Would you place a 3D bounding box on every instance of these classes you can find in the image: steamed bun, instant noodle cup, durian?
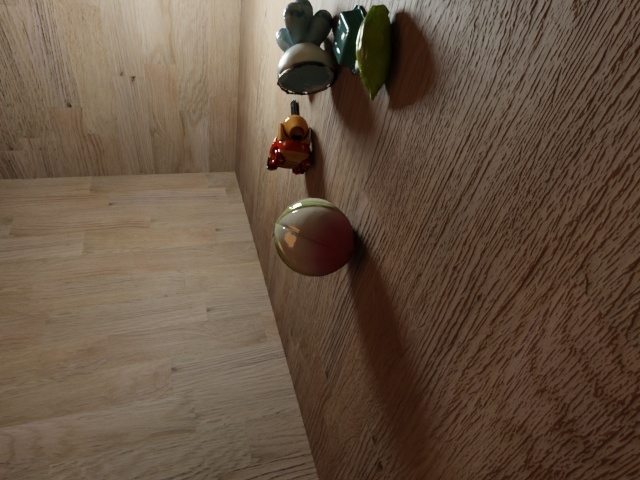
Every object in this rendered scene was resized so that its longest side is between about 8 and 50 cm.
[{"bbox_3d":[0.000,0.000,1.554,0.309,0.308,0.310,175,90,-71],"label":"steamed bun"},{"bbox_3d":[0.095,-0.666,1.407,0.179,0.070,0.157,110,151,-53],"label":"instant noodle cup"},{"bbox_3d":[0.158,-0.538,1.218,0.139,0.101,0.251,-35,-55,-71],"label":"durian"}]

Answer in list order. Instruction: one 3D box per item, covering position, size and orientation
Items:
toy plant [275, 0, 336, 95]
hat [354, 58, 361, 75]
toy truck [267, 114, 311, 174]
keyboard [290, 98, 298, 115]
[{"bbox_3d":[-0.066,-0.758,1.620,0.247,0.246,0.333,156,110,-70],"label":"toy plant"},{"bbox_3d":[0.136,-0.545,1.342,0.121,0.050,0.121,172,90,-69],"label":"hat"},{"bbox_3d":[-0.137,-0.443,1.976,0.265,0.188,0.240,172,103,-71],"label":"toy truck"},{"bbox_3d":[-0.127,-0.585,2.133,0.093,0.025,0.231,-171,77,-72],"label":"keyboard"}]
